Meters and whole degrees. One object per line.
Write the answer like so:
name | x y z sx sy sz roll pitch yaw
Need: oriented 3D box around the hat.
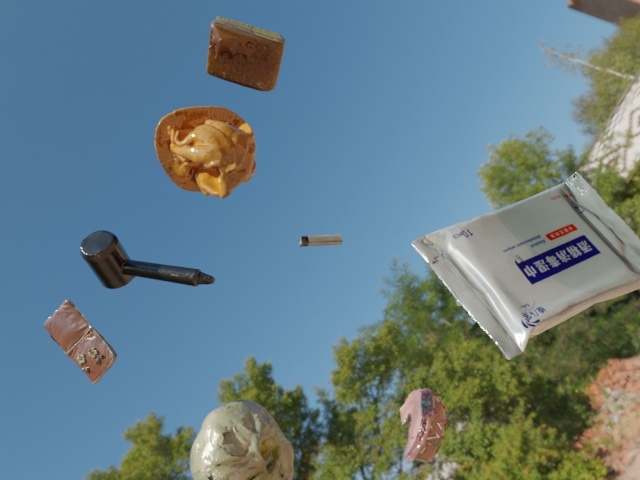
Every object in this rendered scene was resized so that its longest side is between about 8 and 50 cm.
hat | -0.233 -0.195 1.251 0.233 0.233 0.244 -47 -59 -5

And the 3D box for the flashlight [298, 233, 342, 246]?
flashlight | 0.000 0.000 1.031 0.083 0.018 0.018 -3 -26 -22

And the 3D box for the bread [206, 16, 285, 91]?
bread | -0.240 -0.592 1.756 0.111 0.234 0.184 -86 11 -48

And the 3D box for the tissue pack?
tissue pack | 0.188 0.014 0.460 0.192 0.123 0.026 -20 -34 -21

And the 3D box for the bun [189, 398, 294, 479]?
bun | -0.155 0.452 1.148 0.141 0.239 0.239 -28 -9 36

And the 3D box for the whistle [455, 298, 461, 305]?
whistle | 0.374 0.106 1.051 0.123 0.222 0.123 47 -144 -51

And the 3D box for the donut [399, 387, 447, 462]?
donut | 0.208 0.353 1.088 0.166 0.065 0.117 -81 15 -69

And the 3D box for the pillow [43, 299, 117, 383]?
pillow | -0.666 0.280 1.523 0.126 0.232 0.043 -48 -9 11

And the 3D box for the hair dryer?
hair dryer | -0.319 0.051 1.021 0.114 0.247 0.071 82 -158 -52
